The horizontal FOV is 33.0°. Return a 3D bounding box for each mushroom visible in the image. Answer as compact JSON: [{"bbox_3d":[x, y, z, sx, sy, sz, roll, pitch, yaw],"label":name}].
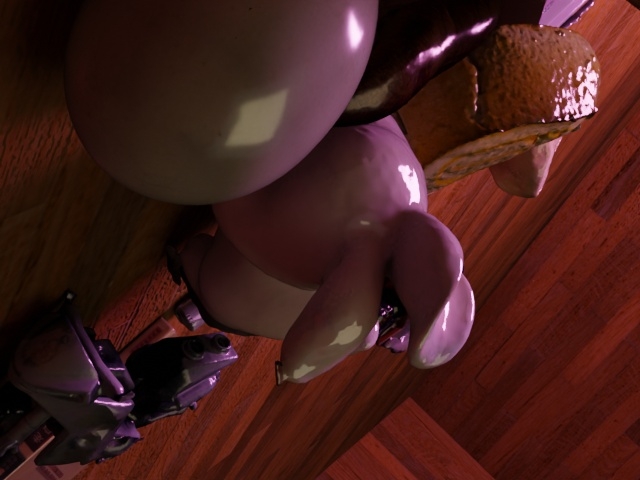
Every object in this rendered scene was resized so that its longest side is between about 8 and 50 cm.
[{"bbox_3d":[0.033,-0.202,0.718,0.227,0.148,0.218,-47,151,-39],"label":"mushroom"}]

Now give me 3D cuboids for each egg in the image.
[{"bbox_3d":[-0.050,-0.113,0.608,0.209,0.151,0.151,-48,167,-22],"label":"egg"}]

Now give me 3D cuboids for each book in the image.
[{"bbox_3d":[-0.238,0.188,1.130,0.231,0.026,0.161,-42,164,-19],"label":"book"}]

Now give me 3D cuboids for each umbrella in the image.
[{"bbox_3d":[-0.073,0.028,1.143,0.188,0.046,0.050,-35,158,-24],"label":"umbrella"}]

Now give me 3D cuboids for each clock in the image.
[{"bbox_3d":[0.252,-0.291,1.153,0.147,0.071,0.192,-43,165,-15],"label":"clock"}]

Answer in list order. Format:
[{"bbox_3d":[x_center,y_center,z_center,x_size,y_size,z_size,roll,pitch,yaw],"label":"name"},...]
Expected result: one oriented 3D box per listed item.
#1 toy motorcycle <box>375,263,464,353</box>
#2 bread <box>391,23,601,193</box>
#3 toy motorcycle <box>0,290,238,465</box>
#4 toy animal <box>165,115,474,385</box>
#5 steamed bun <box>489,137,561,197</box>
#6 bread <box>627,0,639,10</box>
[{"bbox_3d":[0.171,0.091,1.840,0.207,0.134,0.401,-43,165,11],"label":"toy motorcycle"},{"bbox_3d":[0.164,-0.136,1.116,0.257,0.124,0.186,-20,171,-19],"label":"bread"},{"bbox_3d":[-0.181,0.118,0.918,0.270,0.106,0.159,-7,144,-45],"label":"toy motorcycle"},{"bbox_3d":[-0.004,-0.006,0.879,0.182,0.247,0.310,-9,173,-22],"label":"toy animal"},{"bbox_3d":[0.290,-0.172,1.500,0.231,0.110,0.212,64,47,-72],"label":"steamed bun"},{"bbox_3d":[0.365,-0.296,0.896,0.376,0.348,0.253,-27,153,-56],"label":"bread"}]
